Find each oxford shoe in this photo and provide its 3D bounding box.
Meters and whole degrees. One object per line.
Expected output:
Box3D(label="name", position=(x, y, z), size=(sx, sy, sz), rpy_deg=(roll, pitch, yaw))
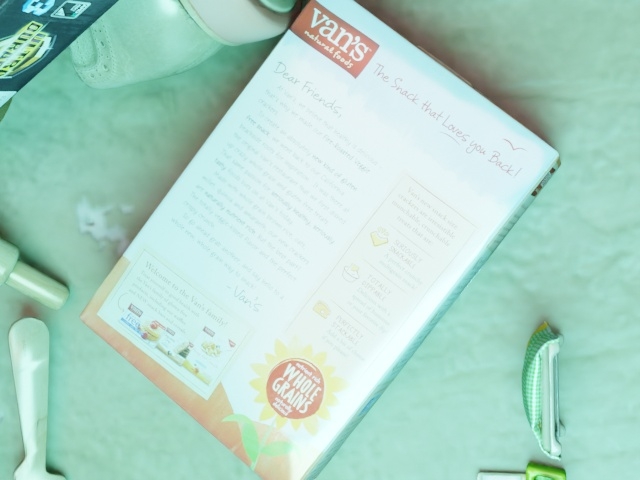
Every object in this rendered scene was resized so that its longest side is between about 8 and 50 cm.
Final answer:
Box3D(label="oxford shoe", position=(-0.139, -0.278, 0.616), size=(0.146, 0.140, 0.397), rpy_deg=(-21, 79, 25))

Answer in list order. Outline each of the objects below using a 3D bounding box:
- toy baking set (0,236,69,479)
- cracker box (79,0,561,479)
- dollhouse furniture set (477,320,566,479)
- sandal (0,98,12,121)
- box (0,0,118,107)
Box3D(label="toy baking set", position=(-0.241, 0.076, 0.638), size=(0.256, 0.030, 0.197), rpy_deg=(27, 82, -24))
Box3D(label="cracker box", position=(0.000, 0.000, 0.605), size=(0.155, 0.067, 0.232), rpy_deg=(39, 99, 12))
Box3D(label="dollhouse furniture set", position=(0.097, 0.119, 0.572), size=(0.058, 0.076, 0.152), rpy_deg=(-1, 89, 14))
Box3D(label="sandal", position=(-0.226, -0.140, 0.670), size=(0.049, 0.072, 0.180), rpy_deg=(-6, 85, 30))
Box3D(label="box", position=(-0.187, -0.233, 0.541), size=(0.293, 0.073, 0.296), rpy_deg=(-32, 78, 30))
